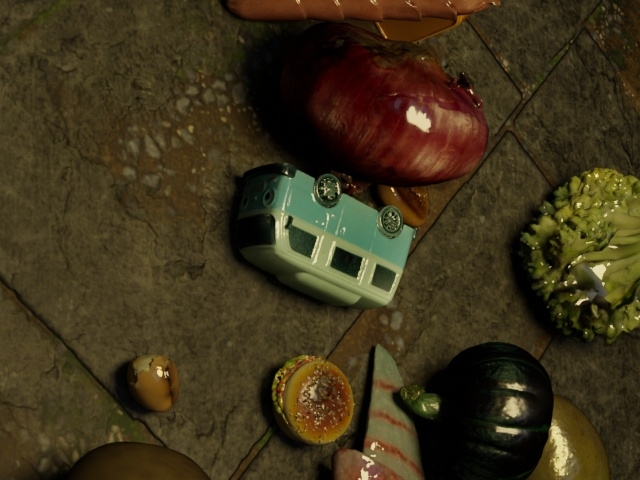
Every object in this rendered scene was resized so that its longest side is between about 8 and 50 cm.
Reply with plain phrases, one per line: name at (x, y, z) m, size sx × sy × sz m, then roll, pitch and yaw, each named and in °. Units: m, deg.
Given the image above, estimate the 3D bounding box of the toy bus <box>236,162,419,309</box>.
toy bus at (0.000, 0.000, 1.743) m, size 0.271 × 0.133 × 0.165 m, roll 25°, pitch 71°, yaw -31°

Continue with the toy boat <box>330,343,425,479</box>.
toy boat at (0.103, 0.308, 1.796) m, size 0.206 × 0.096 × 0.282 m, roll 31°, pitch 51°, yaw -34°

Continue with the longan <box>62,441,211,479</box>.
longan at (-0.216, 0.423, 1.416) m, size 0.288 × 0.288 × 0.350 m, roll -1°, pitch 72°, yaw -35°

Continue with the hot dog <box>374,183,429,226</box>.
hot dog at (0.129, -0.085, 1.900) m, size 0.140 × 0.060 × 0.090 m, roll 47°, pitch 54°, yaw -26°

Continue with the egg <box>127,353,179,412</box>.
egg at (-0.231, 0.199, 1.576) m, size 0.071 × 0.071 × 0.083 m, roll -19°, pitch 104°, yaw -36°

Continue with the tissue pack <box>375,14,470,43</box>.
tissue pack at (0.226, -0.467, 1.966) m, size 0.274 × 0.194 × 0.145 m, roll -39°, pitch 108°, yaw -33°

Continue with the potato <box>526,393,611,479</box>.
potato at (0.402, 0.373, 1.937) m, size 0.174 × 0.159 × 0.251 m, roll -4°, pitch 73°, yaw -60°

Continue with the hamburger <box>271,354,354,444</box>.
hamburger at (-0.012, 0.239, 1.710) m, size 0.126 × 0.081 × 0.141 m, roll -30°, pitch 91°, yaw -34°

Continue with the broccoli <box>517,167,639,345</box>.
broccoli at (0.536, 0.027, 2.023) m, size 0.348 × 0.281 × 0.293 m, roll -42°, pitch 104°, yaw -33°

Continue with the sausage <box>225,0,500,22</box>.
sausage at (0.065, -0.385, 1.784) m, size 0.433 × 0.088 × 0.088 m, roll 1°, pitch 77°, yaw 1°

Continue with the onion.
onion at (0.082, -0.181, 1.765) m, size 0.347 × 0.347 × 0.285 m, roll 12°, pitch 115°, yaw -33°

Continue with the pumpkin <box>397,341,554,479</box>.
pumpkin at (0.240, 0.273, 1.807) m, size 0.248 × 0.248 × 0.248 m, roll 8°, pitch 76°, yaw -34°
